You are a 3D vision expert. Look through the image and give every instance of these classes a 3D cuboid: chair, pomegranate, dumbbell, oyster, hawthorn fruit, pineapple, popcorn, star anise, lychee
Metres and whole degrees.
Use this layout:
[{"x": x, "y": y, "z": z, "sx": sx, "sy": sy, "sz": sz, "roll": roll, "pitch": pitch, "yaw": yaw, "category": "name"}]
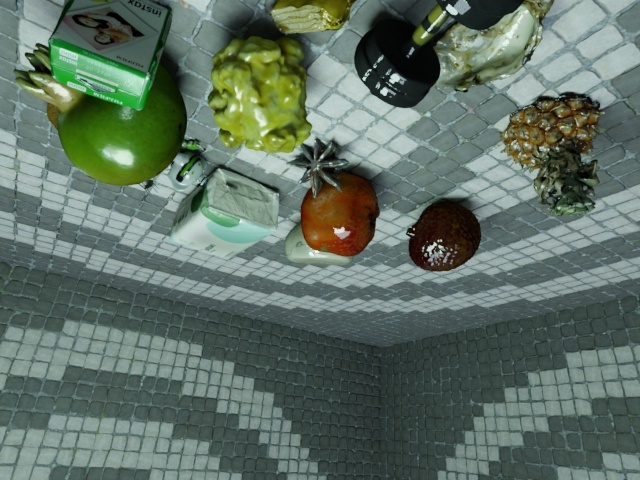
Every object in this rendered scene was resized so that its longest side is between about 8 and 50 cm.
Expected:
[{"x": -0.620, "y": -0.200, "z": 1.490, "sx": 0.086, "sy": 0.042, "sz": 0.037, "roll": 45, "pitch": 145, "yaw": -1, "category": "chair"}, {"x": -0.451, "y": -0.298, "z": 0.929, "sx": 0.216, "sy": 0.309, "sz": 0.359, "roll": -5, "pitch": 159, "yaw": 29, "category": "pomegranate"}, {"x": 0.207, "y": -0.404, "z": 0.776, "sx": 0.185, "sy": 0.184, "sz": 0.388, "roll": 16, "pitch": 152, "yaw": -22, "category": "dumbbell"}, {"x": 0.333, "y": -0.416, "z": 0.868, "sx": 0.295, "sy": 0.093, "sz": 0.166, "roll": -4, "pitch": 136, "yaw": 38, "category": "oyster"}, {"x": 0.056, "y": -0.078, "z": 1.385, "sx": 0.300, "sy": 0.274, "sz": 0.275, "roll": -9, "pitch": 151, "yaw": 38, "category": "hawthorn fruit"}, {"x": 0.606, "y": -0.185, "z": 1.064, "sx": 0.263, "sy": 0.271, "sz": 0.262, "roll": 3, "pitch": 153, "yaw": 1, "category": "pineapple"}, {"x": -0.143, "y": -0.332, "z": 0.951, "sx": 0.242, "sy": 0.234, "sz": 0.249, "roll": -3, "pitch": 124, "yaw": -4, "category": "popcorn"}, {"x": -0.002, "y": -0.217, "z": 1.256, "sx": 0.205, "sy": 0.180, "sz": 0.061, "roll": -16, "pitch": -175, "yaw": 33, "category": "star anise"}, {"x": 0.435, "y": -0.006, "z": 1.481, "sx": 0.261, "sy": 0.260, "sz": 0.260, "roll": 3, "pitch": 154, "yaw": 2, "category": "lychee"}]

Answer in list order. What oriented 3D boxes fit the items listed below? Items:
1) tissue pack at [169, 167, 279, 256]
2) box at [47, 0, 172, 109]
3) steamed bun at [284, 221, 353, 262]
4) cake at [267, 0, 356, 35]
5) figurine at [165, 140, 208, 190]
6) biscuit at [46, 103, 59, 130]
[{"x": -0.348, "y": -0.082, "z": 1.504, "sx": 0.266, "sy": 0.193, "sz": 0.357, "roll": 21, "pitch": 150, "yaw": -33, "category": "tissue pack"}, {"x": -0.406, "y": -0.391, "z": 0.819, "sx": 0.180, "sy": 0.249, "sz": 0.103, "roll": 15, "pitch": 145, "yaw": -25, "category": "box"}, {"x": 0.000, "y": 0.000, "z": 1.632, "sx": 0.284, "sy": 0.176, "sz": 0.283, "roll": 3, "pitch": 170, "yaw": 1, "category": "steamed bun"}, {"x": -0.011, "y": -0.476, "z": 0.831, "sx": 0.185, "sy": 0.116, "sz": 0.080, "roll": 24, "pitch": 168, "yaw": 44, "category": "cake"}, {"x": -0.432, "y": -0.236, "z": 1.288, "sx": 0.192, "sy": 0.147, "sz": 0.126, "roll": 38, "pitch": 161, "yaw": -20, "category": "figurine"}, {"x": -0.643, "y": -0.335, "z": 1.207, "sx": 0.263, "sy": 0.037, "sz": 0.262, "roll": 4, "pitch": 154, "yaw": 2, "category": "biscuit"}]
